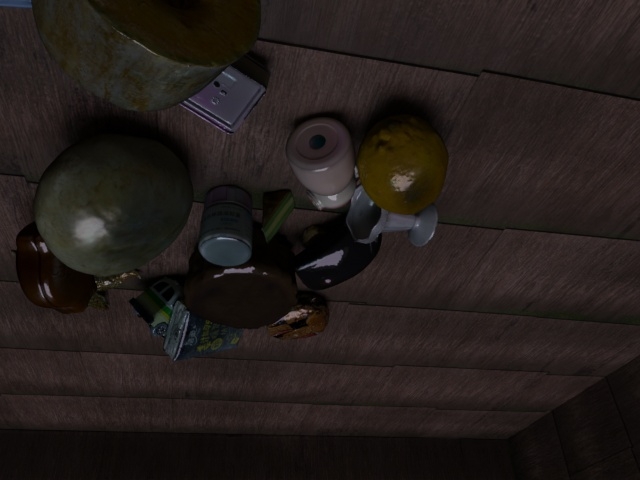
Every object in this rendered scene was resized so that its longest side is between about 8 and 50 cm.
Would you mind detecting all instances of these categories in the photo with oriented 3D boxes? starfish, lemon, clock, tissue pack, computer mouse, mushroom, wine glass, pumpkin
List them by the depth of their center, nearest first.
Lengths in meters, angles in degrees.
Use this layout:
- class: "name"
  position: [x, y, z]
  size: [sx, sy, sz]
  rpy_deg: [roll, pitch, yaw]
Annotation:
- class: "pumpkin"
  position: [-0.280, -0.366, 0.845]
  size: [0.332, 0.332, 0.199]
  rpy_deg: [26, 148, -34]
- class: "clock"
  position: [-0.213, -0.314, 1.077]
  size: [0.192, 0.071, 0.147]
  rpy_deg: [29, 134, -21]
- class: "lemon"
  position: [0.181, -0.166, 1.225]
  size: [0.204, 0.204, 0.260]
  rpy_deg: [-10, 143, 10]
- class: "mushroom"
  position: [-0.457, -0.080, 1.240]
  size: [0.352, 0.260, 0.352]
  rpy_deg: [-37, 150, -26]
- class: "wine glass"
  position: [0.184, -0.064, 1.419]
  size: [0.197, 0.164, 0.165]
  rpy_deg: [7, 144, -27]
- class: "computer mouse"
  position: [0.063, 0.044, 1.533]
  size: [0.269, 0.100, 0.170]
  rpy_deg: [-37, 138, 10]
- class: "starfish"
  position: [-0.759, 0.127, 1.682]
  size: [0.358, 0.078, 0.347]
  rpy_deg: [20, 141, -28]
- class: "tissue pack"
  position: [-0.350, 0.267, 1.746]
  size: [0.257, 0.081, 0.185]
  rpy_deg: [-1, 116, -50]

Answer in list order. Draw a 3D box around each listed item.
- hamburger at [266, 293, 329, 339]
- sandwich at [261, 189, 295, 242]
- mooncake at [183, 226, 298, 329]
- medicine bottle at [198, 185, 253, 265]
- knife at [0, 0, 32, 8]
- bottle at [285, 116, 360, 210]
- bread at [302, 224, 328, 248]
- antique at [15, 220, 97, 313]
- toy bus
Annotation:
- class: "hamburger"
  position: [-0.079, 0.262, 1.890]
  size: [0.231, 0.106, 0.231]
  rpy_deg: [-5, 139, -5]
- class: "sandwich"
  position: [-0.106, -0.061, 1.422]
  size: [0.074, 0.116, 0.074]
  rpy_deg: [-6, 145, 6]
- class: "mooncake"
  position: [-0.224, 0.103, 1.587]
  size: [0.324, 0.187, 0.324]
  rpy_deg: [-4, 143, -3]
- class: "medicine bottle"
  position: [-0.235, -0.038, 1.401]
  size: [0.135, 0.168, 0.135]
  rpy_deg: [-2, 143, -1]
- class: "knife"
  position: [-0.597, -0.428, 0.965]
  size: [0.313, 0.019, 0.044]
  rpy_deg: [0, 137, -3]
- class: "bottle"
  position: [0.016, -0.158, 1.283]
  size: [0.148, 0.147, 0.236]
  rpy_deg: [-9, 152, 8]
- class: "bread"
  position: [0.000, 0.000, 1.573]
  size: [0.106, 0.053, 0.072]
  rpy_deg: [19, 116, -31]
- class: "antique"
  position: [-0.698, 0.067, 1.463]
  size: [0.129, 0.223, 0.278]
  rpy_deg: [-2, 134, 8]
- class: "toy bus"
  position: [-0.464, 0.247, 1.779]
  size: [0.165, 0.134, 0.276]
  rpy_deg: [-44, 145, -14]
